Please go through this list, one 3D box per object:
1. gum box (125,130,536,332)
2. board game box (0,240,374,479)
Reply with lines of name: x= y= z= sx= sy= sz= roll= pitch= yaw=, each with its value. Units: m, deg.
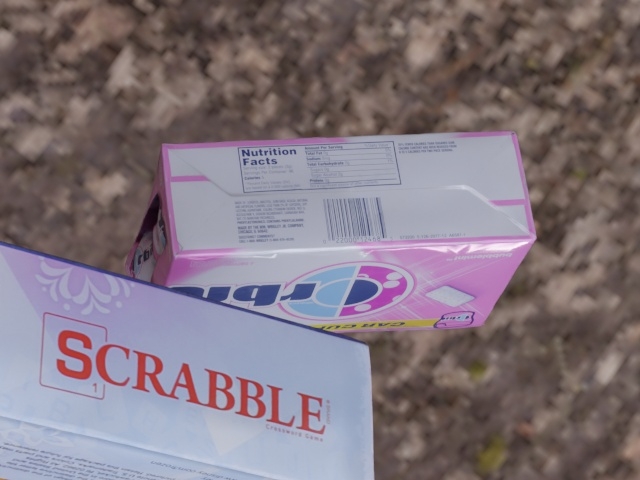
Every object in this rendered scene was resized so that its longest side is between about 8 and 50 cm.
gum box: x=0.000 y=0.000 z=0.972 sx=0.188 sy=0.062 sz=0.107 roll=-2 pitch=155 yaw=-12
board game box: x=-0.199 y=0.081 z=0.724 sx=0.318 sy=0.066 sz=0.318 roll=18 pitch=148 yaw=-32
